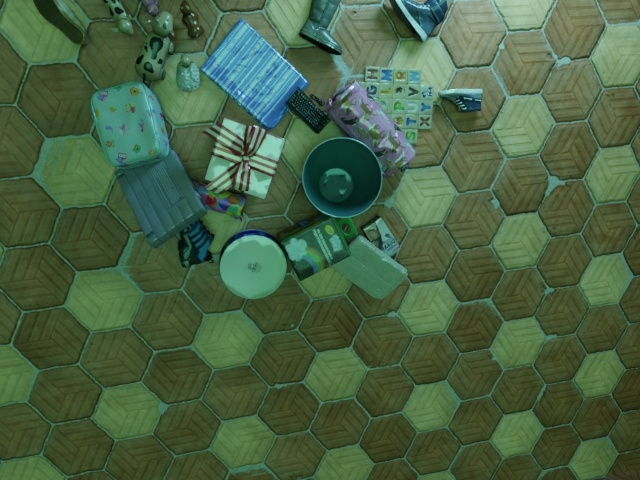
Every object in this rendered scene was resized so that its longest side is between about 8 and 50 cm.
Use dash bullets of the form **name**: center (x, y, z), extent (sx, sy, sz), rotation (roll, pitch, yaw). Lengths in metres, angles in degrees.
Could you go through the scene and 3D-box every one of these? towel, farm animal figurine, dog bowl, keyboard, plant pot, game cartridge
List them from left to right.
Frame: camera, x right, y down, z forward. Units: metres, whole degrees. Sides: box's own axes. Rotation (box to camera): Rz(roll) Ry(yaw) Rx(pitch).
- **farm animal figurine**: center (-0.566, -0.686, 1.554), extent (0.330, 0.172, 0.327), rotation (5, 103, -11)
- **game cartridge**: center (-0.561, -0.170, 1.632), extent (0.230, 0.068, 0.355), rotation (-32, 65, -4)
- **dog bowl**: center (-0.266, 0.092, 1.831), extent (0.264, 0.104, 0.265), rotation (-2, 103, -10)
- **towel**: center (-0.237, -0.602, 1.704), extent (0.336, 0.040, 0.243), rotation (39, 93, -16)
- **keyboard**: center (-0.037, -0.500, 1.753), extent (0.180, 0.023, 0.108), rotation (39, 91, -29)
- **plant pot**: center (0.070, -0.222, 1.754), extent (0.290, 0.195, 0.290), rotation (0, 88, -5)
- **towel**: center (0.206, 0.115, 1.922), extent (0.282, 0.049, 0.187), rotation (38, 114, -15)

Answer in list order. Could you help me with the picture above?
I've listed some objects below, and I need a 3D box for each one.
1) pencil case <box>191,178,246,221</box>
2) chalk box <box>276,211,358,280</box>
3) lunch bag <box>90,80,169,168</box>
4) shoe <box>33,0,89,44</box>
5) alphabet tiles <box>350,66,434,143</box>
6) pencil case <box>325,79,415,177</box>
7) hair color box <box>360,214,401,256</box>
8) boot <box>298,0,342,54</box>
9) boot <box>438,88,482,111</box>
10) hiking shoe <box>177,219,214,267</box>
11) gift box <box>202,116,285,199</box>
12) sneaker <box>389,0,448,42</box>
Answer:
- **pencil case**: center (-0.395, -0.152, 1.754), extent (0.236, 0.104, 0.104), rotation (19, 99, -13)
- **chalk box**: center (0.000, 0.000, 1.820), extent (0.289, 0.179, 0.180), rotation (-26, 106, -4)
- **lunch bag**: center (-0.664, -0.399, 1.612), extent (0.224, 0.108, 0.279), rotation (-15, 89, 5)
- **shoe**: center (-0.866, -0.747, 1.551), extent (0.076, 0.058, 0.219), rotation (-36, 104, 21)
- **alphabet tiles**: center (0.281, -0.529, 1.829), extent (0.342, 0.011, 0.285), rotation (-1, 104, -10)
- **pencil case**: center (0.190, -0.417, 1.755), extent (0.160, 0.167, 0.386), rotation (-33, 110, 33)
- **hair color box**: center (0.251, -0.009, 1.927), extent (0.093, 0.053, 0.167), rotation (-35, 106, 1)
- **boot**: center (0.036, -0.812, 1.693), extent (0.189, 0.076, 0.209), rotation (25, 91, -17)
- **boot**: center (0.557, -0.553, 1.841), extent (0.190, 0.069, 0.086), rotation (-5, 101, -11)
- **hiking shoe**: center (-0.468, -0.038, 1.746), extent (0.132, 0.113, 0.304), rotation (-8, 131, -24)
- **gift box**: center (-0.292, -0.291, 1.654), extent (0.276, 0.258, 0.255), rotation (13, 100, -14)
- **sneaker**: center (0.367, -0.877, 1.713), extent (0.163, 0.086, 0.226), rotation (-44, 117, 13)
